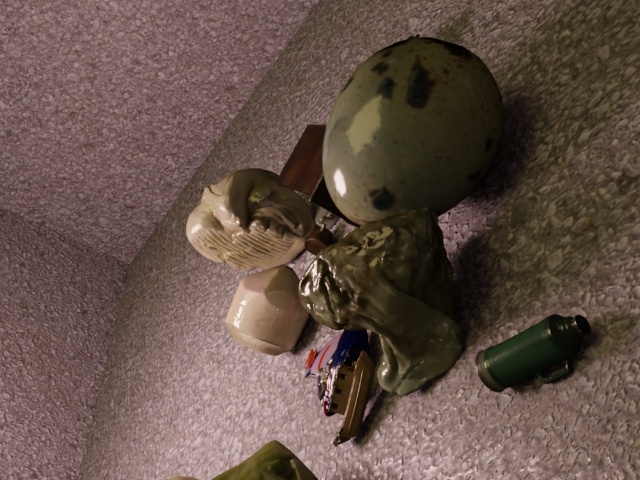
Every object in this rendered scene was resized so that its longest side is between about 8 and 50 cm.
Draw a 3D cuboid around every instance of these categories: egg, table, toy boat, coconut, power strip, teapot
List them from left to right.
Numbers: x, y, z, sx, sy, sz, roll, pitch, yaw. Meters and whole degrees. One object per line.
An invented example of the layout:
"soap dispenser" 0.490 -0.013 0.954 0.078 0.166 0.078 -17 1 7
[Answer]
"coconut" -0.128 0.178 1.920 0.224 0.224 0.234 11 76 66
"teapot" 0.000 0.000 2.011 0.121 0.076 0.068 99 -168 -54
"power strip" 0.009 -0.125 2.145 0.078 0.052 0.272 -53 24 22
"toy boat" 0.040 0.268 1.670 0.219 0.072 0.318 -63 14 5
"table" 0.067 -0.145 1.798 0.196 0.250 0.282 -63 24 0
"toy boat" 0.056 0.323 1.488 0.057 0.077 0.201 -23 -54 -77
"egg" 0.185 -0.211 1.490 0.428 0.345 0.345 -59 22 -17

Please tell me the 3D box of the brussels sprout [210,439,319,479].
"brussels sprout" -0.125 0.573 1.398 0.289 0.281 0.355 -13 43 58

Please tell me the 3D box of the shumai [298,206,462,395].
"shumai" 0.152 0.122 1.359 0.330 0.292 0.288 -50 57 49

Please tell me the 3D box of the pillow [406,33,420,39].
"pillow" 0.203 -0.380 1.930 0.161 0.092 0.335 123 163 -78

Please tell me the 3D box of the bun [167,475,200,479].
"bun" -0.287 0.700 1.597 0.234 0.326 0.362 -18 23 -4

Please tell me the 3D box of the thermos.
"thermos" 0.332 0.173 1.131 0.187 0.073 0.083 -41 30 40

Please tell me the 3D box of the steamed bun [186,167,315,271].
"steamed bun" -0.209 -0.077 2.164 0.352 0.339 0.247 -38 40 48
